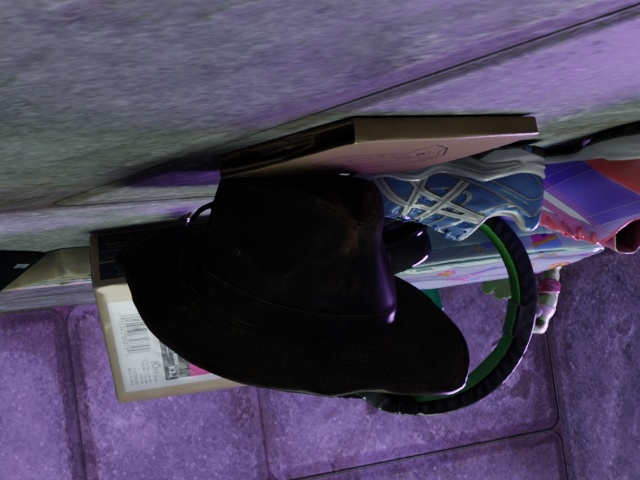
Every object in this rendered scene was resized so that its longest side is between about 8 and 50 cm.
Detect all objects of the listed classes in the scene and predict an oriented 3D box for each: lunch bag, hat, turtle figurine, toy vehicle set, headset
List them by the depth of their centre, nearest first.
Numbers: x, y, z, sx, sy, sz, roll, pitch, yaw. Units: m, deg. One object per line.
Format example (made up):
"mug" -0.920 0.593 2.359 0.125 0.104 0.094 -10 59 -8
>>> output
"hat" -0.008 0.009 1.329 0.331 0.134 0.331 15 -162 -5
"headset" 0.032 0.049 1.711 0.394 0.243 0.185 11 -176 -11
"lunch bag" 0.192 -0.014 1.845 0.279 0.107 0.224 -9 172 0
"toy vehicle set" -0.273 0.031 2.118 0.267 0.035 0.166 -5 175 -40
"turtle figurine" 0.253 0.051 2.325 0.275 0.197 0.266 -13 171 22

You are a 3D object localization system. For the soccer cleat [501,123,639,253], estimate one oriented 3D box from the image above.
"soccer cleat" 0.263 -0.037 1.548 0.109 0.116 0.318 -6 176 -28

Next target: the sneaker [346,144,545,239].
"sneaker" 0.107 -0.039 1.473 0.211 0.081 0.080 -7 178 7

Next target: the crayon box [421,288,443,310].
"crayon box" 0.047 0.059 2.114 0.165 0.081 0.278 -15 -172 -8

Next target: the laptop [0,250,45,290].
"laptop" -0.517 0.039 1.919 0.264 0.136 0.234 18 -177 17

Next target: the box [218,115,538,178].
"box" 0.047 -0.074 1.258 0.201 0.021 0.164 -4 175 -41

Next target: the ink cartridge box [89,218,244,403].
"ink cartridge box" -0.163 0.085 1.880 0.193 0.088 0.234 -7 139 -3
